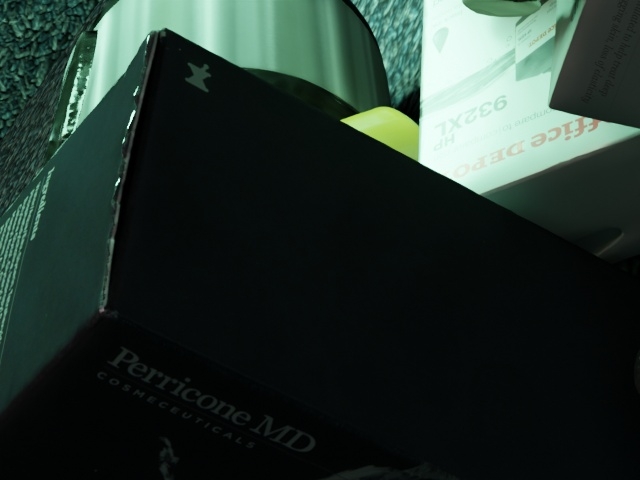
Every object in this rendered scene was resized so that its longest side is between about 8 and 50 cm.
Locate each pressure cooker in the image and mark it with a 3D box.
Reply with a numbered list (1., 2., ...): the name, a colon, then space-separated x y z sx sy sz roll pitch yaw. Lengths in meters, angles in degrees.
1. pressure cooker: -0.097 -0.112 2.200 0.370 0.375 0.420 -36 29 21

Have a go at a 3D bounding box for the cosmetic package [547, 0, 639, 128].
1. cosmetic package: 0.283 -0.285 1.550 0.217 0.156 0.385 105 178 -47

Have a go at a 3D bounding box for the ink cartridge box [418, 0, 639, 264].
1. ink cartridge box: 0.207 -0.129 1.696 0.223 0.129 0.307 -21 43 27

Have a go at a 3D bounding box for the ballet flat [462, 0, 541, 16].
1. ballet flat: 0.133 -0.275 1.622 0.483 0.164 0.182 -91 -4 -73

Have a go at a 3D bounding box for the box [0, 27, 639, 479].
1. box: -0.061 0.160 1.590 0.472 0.480 0.297 -45 28 40

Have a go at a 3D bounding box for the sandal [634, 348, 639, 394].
1. sandal: 0.286 0.060 1.533 0.067 0.040 0.179 -35 19 41

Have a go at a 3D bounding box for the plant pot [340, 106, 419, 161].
1. plant pot: 0.000 0.000 1.877 0.239 0.254 0.254 -32 13 -18
